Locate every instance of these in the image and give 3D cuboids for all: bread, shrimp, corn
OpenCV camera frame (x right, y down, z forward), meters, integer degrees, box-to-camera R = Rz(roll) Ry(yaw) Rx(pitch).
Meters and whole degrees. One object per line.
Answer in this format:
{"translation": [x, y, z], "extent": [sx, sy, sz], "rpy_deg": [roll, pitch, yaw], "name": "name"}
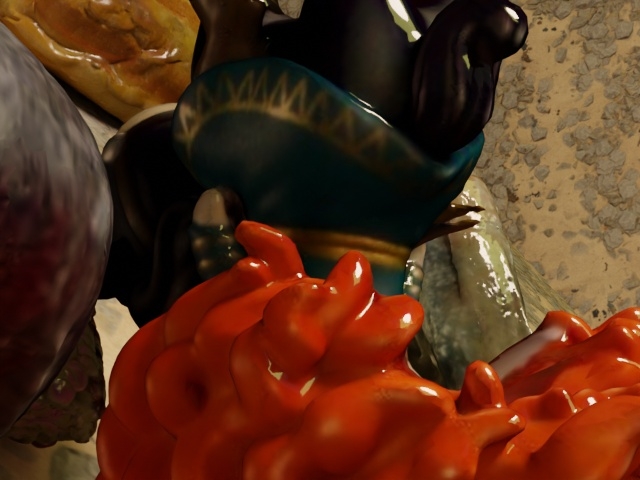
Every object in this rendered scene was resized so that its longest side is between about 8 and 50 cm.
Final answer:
{"translation": [-0.187, -0.203, 1.145], "extent": [0.344, 0.149, 0.195], "rpy_deg": [33, 28, -38], "name": "bread"}
{"translation": [0.105, 0.090, 0.996], "extent": [0.110, 0.221, 0.445], "rpy_deg": [17, 46, -46], "name": "shrimp"}
{"translation": [-0.182, 0.016, 0.634], "extent": [0.092, 0.092, 0.280], "rpy_deg": [32, 22, -39], "name": "corn"}

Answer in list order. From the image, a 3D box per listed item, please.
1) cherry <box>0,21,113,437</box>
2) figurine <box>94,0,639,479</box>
{"translation": [-0.206, -0.014, 0.374], "extent": [0.296, 0.218, 0.255], "rpy_deg": [34, 12, 26], "name": "cherry"}
{"translation": [-0.008, 0.038, 0.464], "extent": [0.241, 0.306, 0.411], "rpy_deg": [20, 48, -49], "name": "figurine"}
